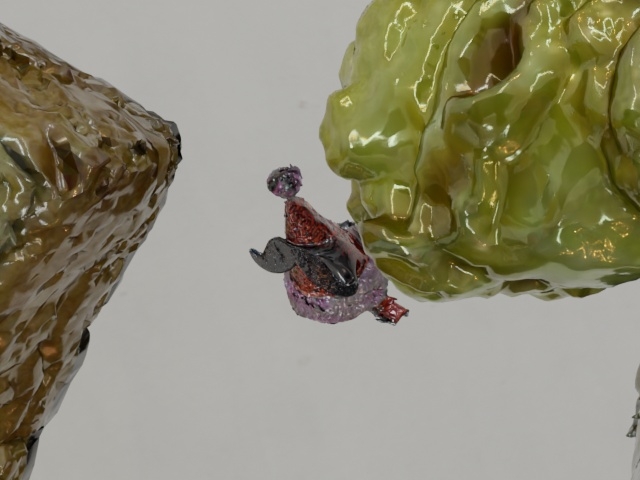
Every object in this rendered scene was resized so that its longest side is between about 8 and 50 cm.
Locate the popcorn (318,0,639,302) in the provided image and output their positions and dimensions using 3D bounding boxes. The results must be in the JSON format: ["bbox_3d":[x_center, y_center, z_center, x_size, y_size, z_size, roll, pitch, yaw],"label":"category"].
[{"bbox_3d":[0.131,-0.085,0.706,0.286,0.174,0.225,-15,78,47],"label":"popcorn"}]

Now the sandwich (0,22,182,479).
[{"bbox_3d":[-0.199,0.021,0.444,0.249,0.095,0.273,32,109,15],"label":"sandwich"}]

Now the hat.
[{"bbox_3d":[0.000,0.003,1.474,0.129,0.227,0.140,-39,48,-8],"label":"hat"}]

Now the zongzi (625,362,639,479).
[{"bbox_3d":[0.309,0.112,1.061,0.181,0.418,0.447,-21,46,22],"label":"zongzi"}]
